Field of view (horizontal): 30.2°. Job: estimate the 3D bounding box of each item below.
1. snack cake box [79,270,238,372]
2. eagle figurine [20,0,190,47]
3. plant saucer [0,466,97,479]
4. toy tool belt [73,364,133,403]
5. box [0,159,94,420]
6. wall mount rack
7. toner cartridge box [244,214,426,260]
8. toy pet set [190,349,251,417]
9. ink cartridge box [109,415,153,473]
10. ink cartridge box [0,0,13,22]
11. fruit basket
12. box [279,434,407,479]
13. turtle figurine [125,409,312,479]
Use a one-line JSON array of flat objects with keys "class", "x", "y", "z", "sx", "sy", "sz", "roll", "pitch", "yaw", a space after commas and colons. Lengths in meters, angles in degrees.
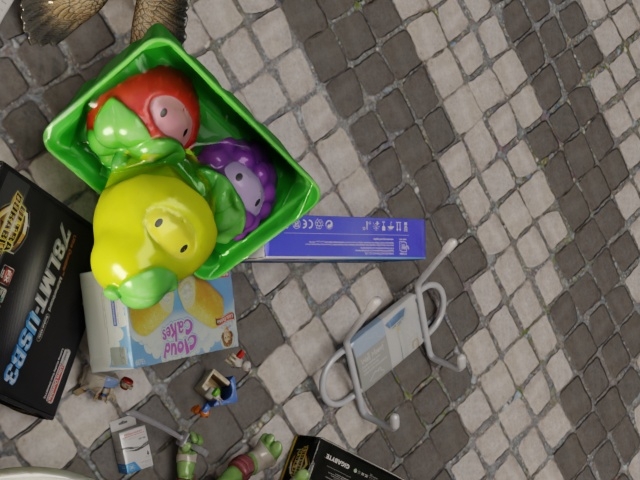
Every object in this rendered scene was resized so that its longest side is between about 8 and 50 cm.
[{"class": "snack cake box", "x": -0.244, "y": 0.111, "z": 1.840, "sx": 0.264, "sy": 0.089, "sz": 0.152, "roll": -6, "pitch": 88, "yaw": -58}, {"class": "eagle figurine", "x": -0.290, "y": -0.403, "z": 1.846, "sx": 0.225, "sy": 0.226, "sz": 0.298, "roll": 56, "pitch": 49, "yaw": -43}, {"class": "plant saucer", "x": -0.437, "y": 0.454, "z": 1.641, "sx": 0.401, "sy": 0.100, "sz": 0.400, "roll": -10, "pitch": 121, "yaw": -17}, {"class": "toy tool belt", "x": -0.337, "y": 0.227, "z": 1.840, "sx": 0.083, "sy": 0.052, "sz": 0.051, "roll": 22, "pitch": 104, "yaw": -31}, {"class": "box", "x": -0.438, "y": 0.075, "z": 1.686, "sx": 0.293, "sy": 0.073, "sz": 0.295, "roll": 44, "pitch": 59, "yaw": -55}, {"class": "wall mount rack", "x": 0.148, "y": 0.159, "z": 2.122, "sx": 0.350, "sy": 0.130, "sz": 0.304, "roll": -36, "pitch": 128, "yaw": -34}, {"class": "toner cartridge box", "x": 0.000, "y": 0.000, "z": 2.040, "sx": 0.348, "sy": 0.165, "sz": 0.075, "roll": 1, "pitch": 85, "yaw": -37}, {"class": "toy pet set", "x": -0.157, "y": 0.249, "z": 1.928, "sx": 0.065, "sy": 0.114, "sz": 0.122, "roll": 42, "pitch": 63, "yaw": -16}, {"class": "ink cartridge box", "x": -0.298, "y": 0.319, "z": 1.867, "sx": 0.048, "sy": 0.028, "sz": 0.083, "roll": -15, "pitch": 94, "yaw": -38}, {"class": "ink cartridge box", "x": -0.547, "y": -0.358, "z": 1.719, "sx": 0.176, "sy": 0.069, "sz": 0.370, "roll": 36, "pitch": 68, "yaw": -29}, {"class": "fruit basket", "x": -0.206, "y": -0.083, "z": 1.705, "sx": 0.392, "sy": 0.283, "sz": 0.392, "roll": 47, "pitch": 17, "yaw": -20}, {"class": "box", "x": 0.052, "y": 0.518, "z": 2.087, "sx": 0.322, "sy": 0.079, "sz": 0.257, "roll": 31, "pitch": 69, "yaw": -31}, {"class": "turtle figurine", "x": -0.137, "y": 0.378, "z": 1.872, "sx": 0.266, "sy": 0.198, "sz": 0.274, "roll": -17, "pitch": 108, "yaw": -45}]
